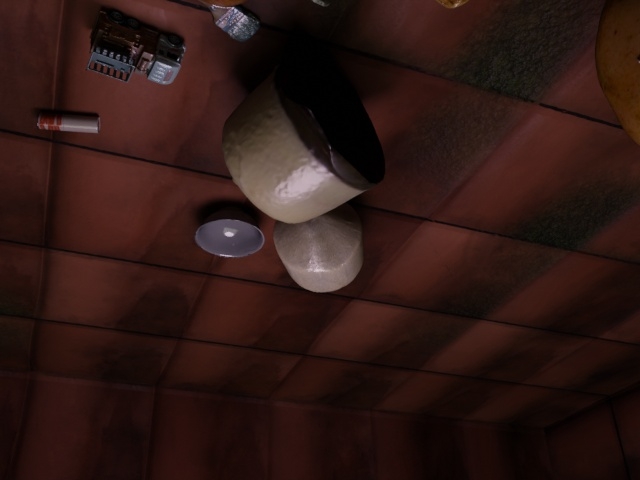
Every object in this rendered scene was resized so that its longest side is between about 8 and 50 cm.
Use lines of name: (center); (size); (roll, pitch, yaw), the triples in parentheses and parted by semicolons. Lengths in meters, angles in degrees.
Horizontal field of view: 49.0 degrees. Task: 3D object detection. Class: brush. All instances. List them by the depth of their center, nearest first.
brush: (-0.205, -0.449, 1.340); (0.070, 0.021, 0.196); (-28, 136, 36)

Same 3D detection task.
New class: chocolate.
chocolate: (-0.059, -0.193, 1.439); (0.297, 0.314, 0.326); (-26, 142, 19)

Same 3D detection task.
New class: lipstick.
lipstick: (-0.568, -0.266, 1.590); (0.131, 0.038, 0.038); (3, 147, -8)

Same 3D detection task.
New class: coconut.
coconut: (0.000, 0.000, 1.850); (0.238, 0.237, 0.266); (-8, 152, 10)

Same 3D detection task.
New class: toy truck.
toy truck: (-0.359, -0.363, 1.377); (0.178, 0.115, 0.080); (15, 144, -26)

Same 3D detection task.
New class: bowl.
bowl: (-0.245, -0.036, 1.919); (0.189, 0.086, 0.189); (0, 146, 0)

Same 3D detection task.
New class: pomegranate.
pomegranate: (0.687, -0.334, 1.217); (0.417, 0.416, 0.416); (-1, 147, -1)

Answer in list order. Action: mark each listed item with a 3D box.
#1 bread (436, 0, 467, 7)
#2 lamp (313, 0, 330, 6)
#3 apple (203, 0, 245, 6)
bread: (0.238, -0.476, 1.290); (0.111, 0.044, 0.083); (20, 138, -32)
lamp: (0.031, -0.511, 1.248); (0.050, 0.056, 0.198); (15, 133, -22)
apple: (-0.161, -0.471, 1.194); (0.146, 0.146, 0.131); (-22, 170, 28)
